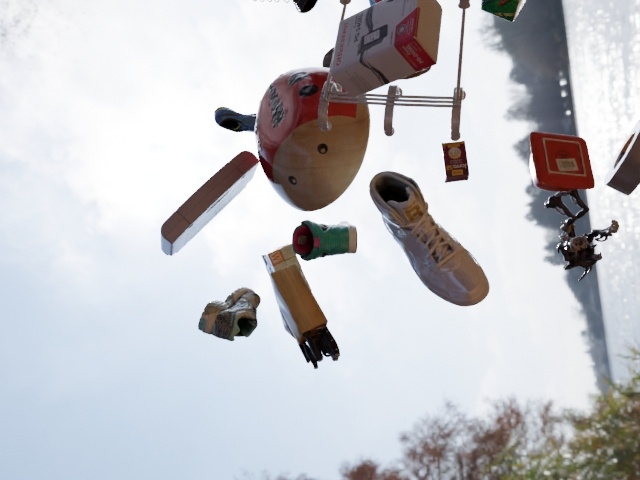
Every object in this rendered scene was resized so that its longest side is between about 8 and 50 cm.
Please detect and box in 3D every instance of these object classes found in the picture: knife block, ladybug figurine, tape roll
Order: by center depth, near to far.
[{"bbox_3d":[-0.038,-0.253,1.567,0.162,0.305,0.449,29,-157,-31],"label":"ladybug figurine"},{"bbox_3d":[0.880,-0.237,1.932,0.219,0.072,0.219,-59,-11,-19],"label":"tape roll"},{"bbox_3d":[-0.037,0.228,2.019,0.242,0.088,0.276,25,133,61],"label":"knife block"}]

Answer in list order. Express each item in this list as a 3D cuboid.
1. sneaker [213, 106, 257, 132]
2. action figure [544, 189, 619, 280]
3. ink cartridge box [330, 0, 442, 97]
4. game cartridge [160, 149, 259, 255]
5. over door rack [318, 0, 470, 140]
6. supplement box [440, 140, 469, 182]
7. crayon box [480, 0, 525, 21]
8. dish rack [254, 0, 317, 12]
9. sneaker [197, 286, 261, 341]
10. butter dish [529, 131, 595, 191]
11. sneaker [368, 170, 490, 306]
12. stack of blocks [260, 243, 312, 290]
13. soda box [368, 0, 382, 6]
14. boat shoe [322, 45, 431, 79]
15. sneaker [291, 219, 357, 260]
[{"bbox_3d":[-0.234,-0.363,2.184,0.209,0.069,0.082,7,-142,-28],"label":"sneaker"},{"bbox_3d":[0.725,-0.020,1.919,0.164,0.141,0.276,-30,-76,-25],"label":"action figure"},{"bbox_3d":[0.093,-0.286,0.998,0.063,0.150,0.109,35,-126,-40],"label":"ink cartridge box"},{"bbox_3d":[-0.272,-0.092,1.678,0.297,0.062,0.198,-46,-4,-19],"label":"game cartridge"},{"bbox_3d":[0.135,-0.317,1.193,0.108,0.239,0.324,74,-158,-65],"label":"over door rack"},{"bbox_3d":[0.303,-0.178,1.565,0.043,0.055,0.083,68,-164,-72],"label":"supplement box"},{"bbox_3d":[0.433,-0.614,1.418,0.278,0.081,0.165,-59,-14,-11],"label":"crayon box"},{"bbox_3d":[-0.089,-0.621,1.560,0.271,0.208,0.074,-16,-119,-43],"label":"dish rack"},{"bbox_3d":[-0.223,0.216,1.907,0.110,0.122,0.283,-67,-15,19],"label":"sneaker"},{"bbox_3d":[0.598,-0.183,1.774,0.118,0.160,0.160,114,158,-61],"label":"butter dish"},{"bbox_3d":[0.188,-0.009,1.281,0.292,0.108,0.169,49,179,34],"label":"sneaker"},{"bbox_3d":[-0.091,0.164,2.301,0.297,0.087,0.171,67,167,-3],"label":"stack of blocks"},{"bbox_3d":[0.189,-0.790,2.178,0.071,0.067,0.210,-38,-49,-17],"label":"soda box"},{"bbox_3d":[0.162,-0.496,1.963,0.116,0.324,0.123,45,-127,-59],"label":"boat shoe"},{"bbox_3d":[0.000,0.000,2.093,0.295,0.178,0.124,176,94,-82],"label":"sneaker"}]
